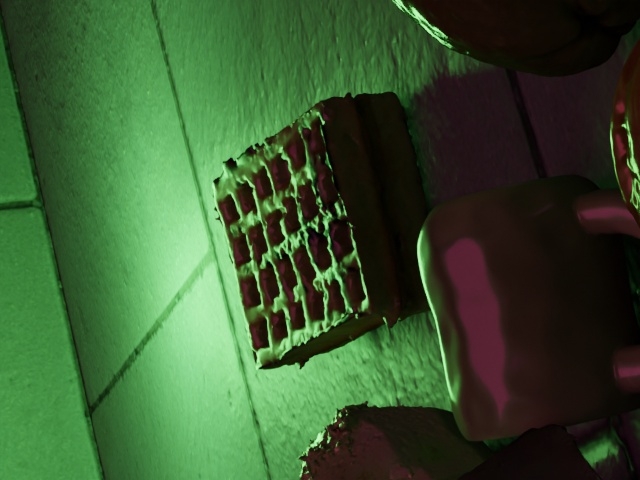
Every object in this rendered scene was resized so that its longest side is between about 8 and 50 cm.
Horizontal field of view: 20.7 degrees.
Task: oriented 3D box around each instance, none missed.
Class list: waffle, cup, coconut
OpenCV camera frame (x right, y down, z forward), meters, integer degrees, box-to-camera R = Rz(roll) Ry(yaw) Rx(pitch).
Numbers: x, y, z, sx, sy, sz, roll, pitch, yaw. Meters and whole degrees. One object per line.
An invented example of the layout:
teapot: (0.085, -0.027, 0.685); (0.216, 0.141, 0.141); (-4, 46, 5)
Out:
waffle: (-0.001, 0.000, 1.992); (0.376, 0.114, 0.261); (153, 108, -64)
cup: (0.193, 0.050, 1.452); (0.255, 0.173, 0.202); (159, 100, -69)
coconut: (0.091, 0.288, 1.740); (0.245, 0.233, 0.233); (-131, 38, -56)

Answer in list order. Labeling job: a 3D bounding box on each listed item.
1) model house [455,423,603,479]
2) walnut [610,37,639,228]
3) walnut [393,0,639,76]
model house: (0.210, 0.345, 1.442); (0.298, 0.243, 0.284); (58, -177, 25)
walnut: (0.280, -0.068, 1.207); (0.159, 0.159, 0.207); (-174, 69, -68)
walnut: (0.143, -0.262, 1.385); (0.227, 0.283, 0.283); (-42, 48, 16)
